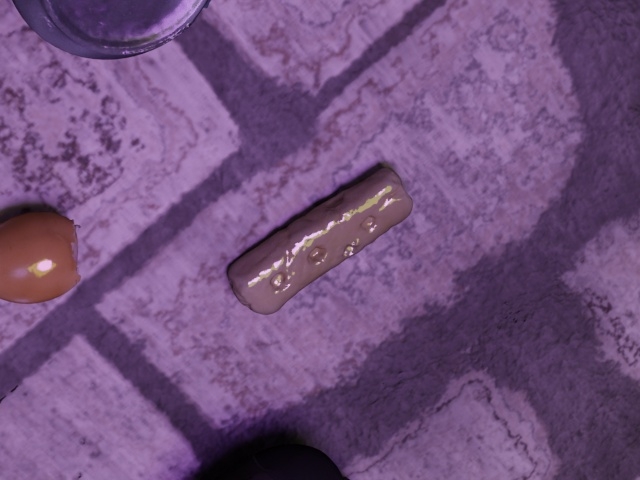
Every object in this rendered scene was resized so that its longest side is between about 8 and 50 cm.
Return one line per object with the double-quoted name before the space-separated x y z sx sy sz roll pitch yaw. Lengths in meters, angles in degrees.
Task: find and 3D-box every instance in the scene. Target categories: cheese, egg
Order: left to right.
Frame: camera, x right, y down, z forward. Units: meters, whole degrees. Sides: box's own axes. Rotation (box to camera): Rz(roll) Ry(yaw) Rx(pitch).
"egg" -0.255 0.015 1.577 0.096 0.080 0.080 -4 121 -10
"cheese" 0.000 0.000 1.727 0.194 0.043 0.065 -34 124 -3

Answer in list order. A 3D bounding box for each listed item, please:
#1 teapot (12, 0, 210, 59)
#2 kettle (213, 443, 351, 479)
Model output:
"teapot" -0.167 -0.245 1.374 0.203 0.225 0.171 31 103 -39
"kettle" -0.055 0.333 1.804 0.250 0.207 0.271 30 94 -30
